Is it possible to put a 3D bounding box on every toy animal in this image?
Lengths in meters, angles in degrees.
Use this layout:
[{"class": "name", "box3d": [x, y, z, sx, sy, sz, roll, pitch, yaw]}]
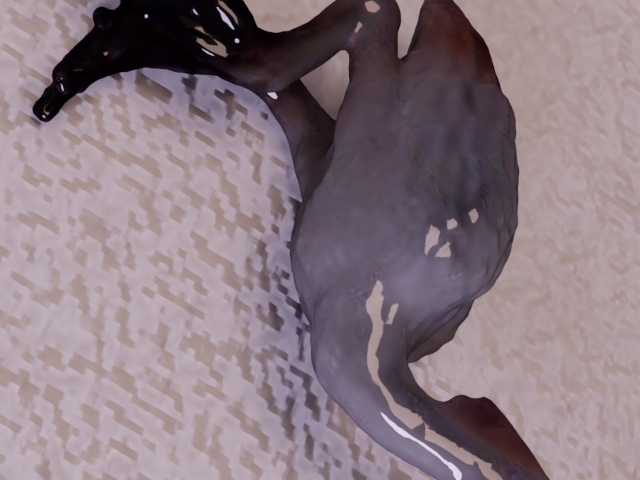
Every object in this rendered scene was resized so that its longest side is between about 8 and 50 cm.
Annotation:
[{"class": "toy animal", "box3d": [0.024, 0.005, 0.696, 0.195, 0.090, 0.324, -19, 68, -30]}]
